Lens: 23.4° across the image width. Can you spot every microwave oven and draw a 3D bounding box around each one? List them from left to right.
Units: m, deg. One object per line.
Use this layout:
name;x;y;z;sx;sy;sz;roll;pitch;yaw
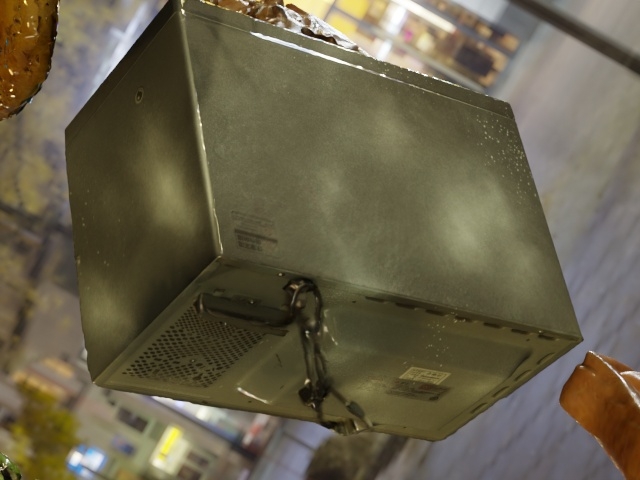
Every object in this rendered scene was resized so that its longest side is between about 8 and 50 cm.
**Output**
microwave oven;0.000;0.000;1.542;0.236;0.432;0.374;-45;44;39

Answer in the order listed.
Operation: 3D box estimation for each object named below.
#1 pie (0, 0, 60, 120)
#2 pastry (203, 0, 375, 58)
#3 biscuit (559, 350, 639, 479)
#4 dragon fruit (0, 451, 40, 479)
pie;-0.292;-0.229;1.393;0.273;0.069;0.273;-10;79;62
pastry;-0.071;-0.157;2.043;0.292;0.405;0.337;-168;77;-65
biscuit;0.359;0.230;1.072;0.078;0.455;0.350;-52;-9;4
dragon fruit;-0.302;0.233;1.095;0.198;0.200;0.269;-47;-24;-59
